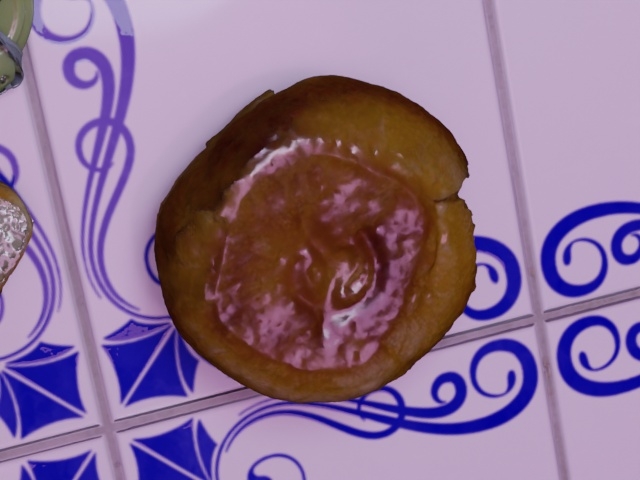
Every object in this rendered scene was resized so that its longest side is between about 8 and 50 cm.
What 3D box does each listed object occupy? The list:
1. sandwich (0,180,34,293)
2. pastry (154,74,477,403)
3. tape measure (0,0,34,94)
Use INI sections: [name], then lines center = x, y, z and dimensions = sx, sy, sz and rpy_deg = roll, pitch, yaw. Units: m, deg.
[sandwich]
center = -0.428, 0.013, 1.500
dimensions = 0.251, 0.087, 0.226
rpy_deg = 25, 91, -17
[pastry]
center = 0.000, 0.000, 1.575
dimensions = 0.356, 0.164, 0.356
rpy_deg = -4, 103, -19
[tape measure]
center = -0.355, -0.216, 1.448
dimensions = 0.200, 0.106, 0.175
rpy_deg = 13, 100, -46
